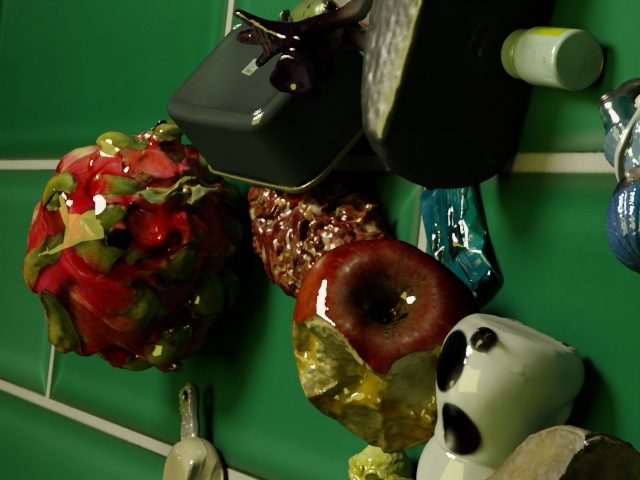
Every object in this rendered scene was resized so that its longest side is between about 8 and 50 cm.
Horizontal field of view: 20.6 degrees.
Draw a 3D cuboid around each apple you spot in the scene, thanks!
[{"bbox_3d":[0.055,0.084,1.432,0.158,0.156,0.147,88,-175,-53],"label":"apple"}]

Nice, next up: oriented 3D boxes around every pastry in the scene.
[{"bbox_3d":[0.000,0.002,1.635,0.208,0.097,0.115,-127,40,-53],"label":"pastry"}]

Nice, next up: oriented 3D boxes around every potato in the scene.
[{"bbox_3d":[0.154,0.229,1.250,0.261,0.120,0.100,-60,25,17],"label":"potato"}]

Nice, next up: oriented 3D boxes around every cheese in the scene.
[{"bbox_3d":[-0.137,0.240,1.901,0.092,0.047,0.171,-5,79,62],"label":"cheese"}]

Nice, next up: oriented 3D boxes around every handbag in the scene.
[{"bbox_3d":[0.000,-0.218,1.736,0.111,0.047,0.072,155,117,-62],"label":"handbag"}]

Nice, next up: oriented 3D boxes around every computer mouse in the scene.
[{"bbox_3d":[0.106,-0.176,1.410,0.086,0.137,0.269,31,110,57],"label":"computer mouse"}]

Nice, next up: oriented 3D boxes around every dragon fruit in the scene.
[{"bbox_3d":[-0.199,0.017,1.889,0.231,0.237,0.302,-82,5,-50],"label":"dragon fruit"}]

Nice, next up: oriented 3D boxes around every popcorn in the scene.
[{"bbox_3d":[0.056,0.205,1.510,0.083,0.059,0.068,22,104,54],"label":"popcorn"}]

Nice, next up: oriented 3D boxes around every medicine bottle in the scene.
[{"bbox_3d":[0.177,-0.142,1.359,0.083,0.047,0.047,22,104,63],"label":"medicine bottle"}]

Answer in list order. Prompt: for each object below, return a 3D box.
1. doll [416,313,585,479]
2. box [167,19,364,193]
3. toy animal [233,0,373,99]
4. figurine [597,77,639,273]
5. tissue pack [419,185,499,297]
[{"bbox_3d":[0.131,0.144,1.324,0.110,0.107,0.181,23,112,41],"label":"doll"},{"bbox_3d":[-0.044,-0.133,1.662,0.144,0.090,0.201,-49,31,-15],"label":"box"},{"bbox_3d":[0.039,-0.240,1.583,0.324,0.195,0.090,-75,-13,-52],"label":"toy animal"},{"bbox_3d":[0.226,-0.045,1.211,0.086,0.087,0.149,69,-176,-50],"label":"figurine"},{"bbox_3d":[0.111,-0.008,1.487,0.085,0.028,0.138,129,143,-48],"label":"tissue pack"}]
